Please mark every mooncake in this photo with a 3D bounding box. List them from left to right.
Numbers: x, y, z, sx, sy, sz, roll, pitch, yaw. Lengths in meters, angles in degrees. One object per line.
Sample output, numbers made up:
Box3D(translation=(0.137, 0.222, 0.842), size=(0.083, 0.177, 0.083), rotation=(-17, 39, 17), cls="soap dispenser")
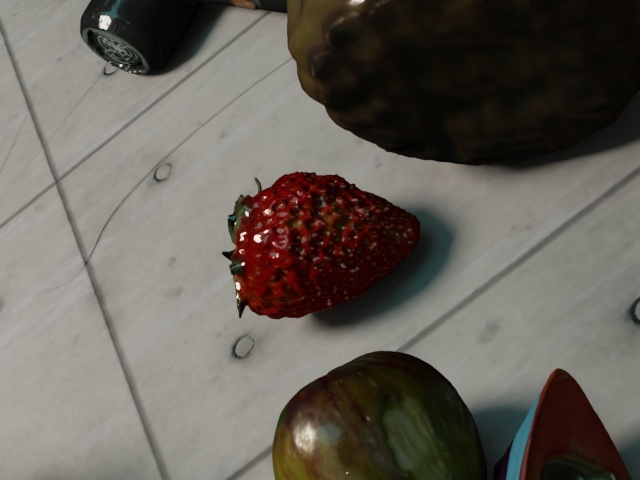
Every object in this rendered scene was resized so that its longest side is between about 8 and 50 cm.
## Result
Box3D(translation=(0.114, -0.177, 1.041), size=(0.290, 0.290, 0.161), rotation=(-17, 54, 27), cls="mooncake")

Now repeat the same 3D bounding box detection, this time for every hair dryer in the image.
Box3D(translation=(-0.083, -0.251, 1.405), size=(0.352, 0.107, 0.189), rotation=(14, 68, 38), cls="hair dryer")

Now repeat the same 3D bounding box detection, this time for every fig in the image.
Box3D(translation=(0.070, 0.187, 0.905), size=(0.149, 0.149, 0.245), rotation=(-39, 66, 5), cls="fig")

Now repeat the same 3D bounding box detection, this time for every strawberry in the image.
Box3D(translation=(-0.003, 0.004, 1.118), size=(0.131, 0.148, 0.131), rotation=(-170, 90, -76), cls="strawberry")

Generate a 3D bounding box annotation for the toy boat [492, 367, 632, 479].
Box3D(translation=(0.158, 0.250, 0.780), size=(0.079, 0.136, 0.392), rotation=(-55, 30, 38), cls="toy boat")
